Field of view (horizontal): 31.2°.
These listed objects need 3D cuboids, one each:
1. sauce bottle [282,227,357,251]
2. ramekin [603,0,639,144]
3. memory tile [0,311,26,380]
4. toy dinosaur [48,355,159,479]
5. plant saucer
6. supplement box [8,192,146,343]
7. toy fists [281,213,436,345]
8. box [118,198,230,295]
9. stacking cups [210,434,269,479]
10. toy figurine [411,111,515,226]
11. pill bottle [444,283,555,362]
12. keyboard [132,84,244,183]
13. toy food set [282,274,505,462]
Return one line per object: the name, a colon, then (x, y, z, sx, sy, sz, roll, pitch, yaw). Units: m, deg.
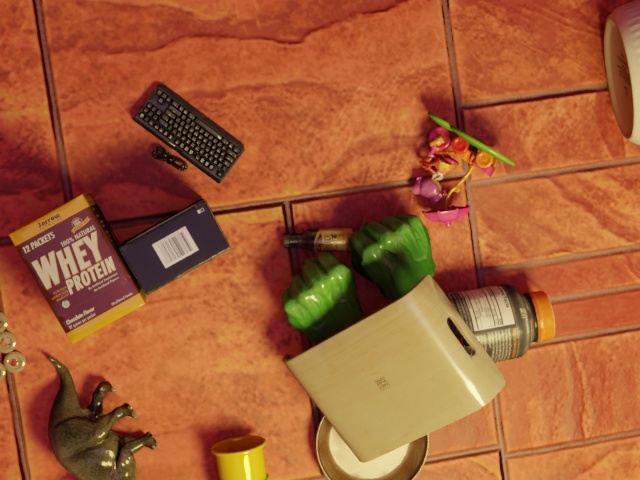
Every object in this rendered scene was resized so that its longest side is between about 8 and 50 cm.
sauce bottle: (0.000, 0.000, 1.949, 0.128, 0.042, 0.042, -3, 94, -7)
ramekin: (0.557, -0.280, 1.904, 0.127, 0.273, 0.272, -10, 95, 5)
memory tile: (-0.563, 0.168, 1.897, 0.113, 0.012, 0.148, -25, 96, -6)
toy dinosaur: (-0.370, 0.334, 1.882, 0.160, 0.121, 0.313, -37, 102, -18)
plant saucer: (0.088, 0.347, 1.986, 0.199, 0.036, 0.198, 0, 93, -7)
supplement box: (-0.380, 0.039, 1.823, 0.129, 0.191, 0.194, -29, 96, -5)
toy fists: (0.061, 0.055, 1.913, 0.279, 0.096, 0.142, -32, 138, -5)
box: (-0.235, 0.007, 1.858, 0.156, 0.158, 0.093, -29, 96, -5)
stacking cups: (-0.112, 0.494, 1.945, 0.096, 0.096, 0.316, -11, 98, -7)
toy figurine: (0.216, -0.109, 1.947, 0.173, 0.130, 0.159, 33, 99, 13)
pill bottle: (0.270, 0.147, 1.951, 0.246, 0.130, 0.130, -9, 95, -7)
keyboard: (-0.227, -0.167, 1.917, 0.180, 0.023, 0.108, 37, 88, -8)
toy food set: (0.114, 0.213, 1.869, 0.306, 0.092, 0.219, -32, 99, 29)
